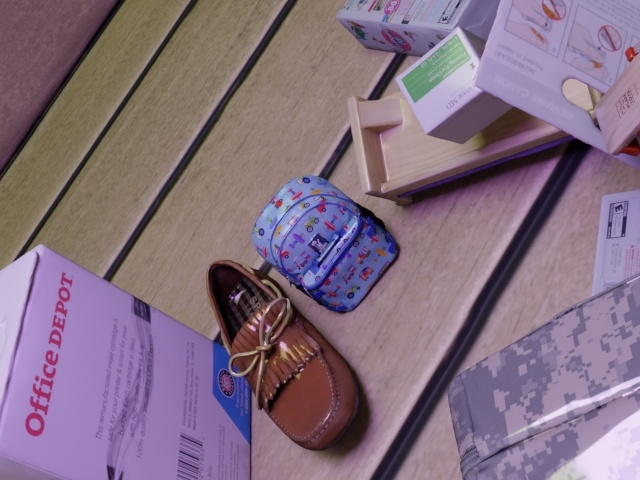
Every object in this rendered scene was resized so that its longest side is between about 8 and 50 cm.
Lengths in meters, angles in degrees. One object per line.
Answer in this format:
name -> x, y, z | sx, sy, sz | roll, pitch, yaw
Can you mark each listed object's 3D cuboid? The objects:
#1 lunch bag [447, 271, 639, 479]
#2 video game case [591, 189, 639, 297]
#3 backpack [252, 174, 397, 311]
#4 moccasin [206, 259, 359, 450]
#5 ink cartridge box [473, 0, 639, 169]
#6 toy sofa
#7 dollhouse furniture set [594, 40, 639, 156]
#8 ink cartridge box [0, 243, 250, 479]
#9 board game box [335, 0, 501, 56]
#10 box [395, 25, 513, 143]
lunch bag -> 0.277, 0.198, 0.663 | 0.305, 0.212, 0.256 | -32, 39, 24
video game case -> 0.379, 0.022, 0.855 | 0.173, 0.022, 0.190 | -9, 54, 41
backpack -> 0.000, 0.000, 1.131 | 0.158, 0.173, 0.117 | -49, 38, 3
moccasin -> -0.067, 0.141, 1.110 | 0.139, 0.147, 0.380 | -44, 39, 10
ink cartridge box -> 0.329, -0.257, 0.898 | 0.091, 0.308, 0.384 | -30, 38, 68
toy sofa -> 0.231, -0.167, 1.076 | 0.363, 0.177, 0.150 | -19, 74, 35
dollhouse furniture set -> 0.417, -0.126, 0.769 | 0.135, 0.259, 0.262 | 117, 159, -48
ink cartridge box -> -0.281, 0.231, 1.056 | 0.166, 0.395, 0.285 | -29, 44, 27
board game box -> 0.193, -0.421, 1.323 | 0.303, 0.097, 0.224 | 28, 84, 51
box -> 0.166, -0.180, 0.951 | 0.101, 0.102, 0.087 | -37, 70, 29
